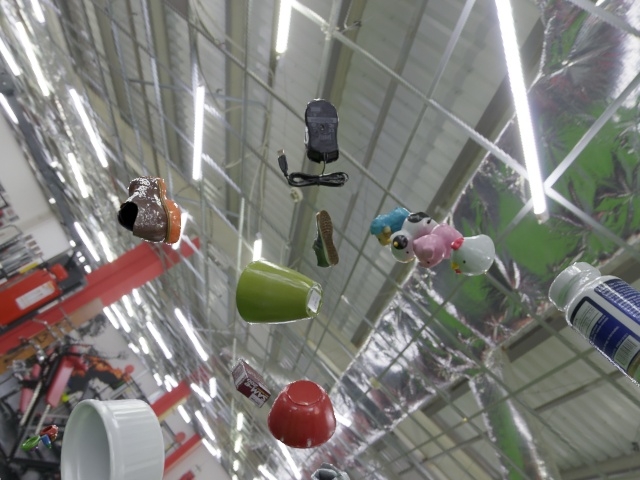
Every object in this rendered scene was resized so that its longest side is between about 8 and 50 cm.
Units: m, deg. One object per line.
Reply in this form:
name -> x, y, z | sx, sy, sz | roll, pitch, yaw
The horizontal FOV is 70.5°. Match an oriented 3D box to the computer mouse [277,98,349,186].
computer mouse -> -0.033, -0.258, 1.245 | 0.060, 0.183, 0.262 | 125, -42, -74

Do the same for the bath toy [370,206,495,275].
bath toy -> 0.285, 0.005, 1.192 | 0.128, 0.152, 0.348 | 21, 3, -37

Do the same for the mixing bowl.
mixing bowl -> -0.044, 0.426, 1.161 | 0.181, 0.181, 0.098 | 26, -58, 39

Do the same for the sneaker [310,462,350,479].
sneaker -> -0.013, 0.722, 1.201 | 0.365, 0.137, 0.211 | -30, -102, 39

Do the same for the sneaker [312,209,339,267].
sneaker -> 0.000, 0.000, 1.530 | 0.086, 0.064, 0.192 | -21, -103, 44

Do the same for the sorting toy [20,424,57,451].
sorting toy -> -0.807, 0.584, 1.314 | 0.061, 0.102, 0.042 | -8, -74, 32

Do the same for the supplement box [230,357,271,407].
supplement box -> -0.293, 0.586, 1.880 | 0.130, 0.073, 0.239 | 44, -8, -16

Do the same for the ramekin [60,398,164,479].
ramekin -> -0.483, 0.508, 1.056 | 0.277, 0.135, 0.278 | -8, -103, 41

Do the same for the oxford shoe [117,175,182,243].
oxford shoe -> -0.375, -0.076, 0.945 | 0.271, 0.098, 0.097 | 35, -63, 49

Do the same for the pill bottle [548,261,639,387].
pill bottle -> 0.637, 0.171, 0.975 | 0.265, 0.153, 0.153 | -123, -162, -51

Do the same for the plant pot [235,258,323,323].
plant pot -> -0.145, 0.225, 1.855 | 0.293, 0.275, 0.275 | 4, -55, 30
